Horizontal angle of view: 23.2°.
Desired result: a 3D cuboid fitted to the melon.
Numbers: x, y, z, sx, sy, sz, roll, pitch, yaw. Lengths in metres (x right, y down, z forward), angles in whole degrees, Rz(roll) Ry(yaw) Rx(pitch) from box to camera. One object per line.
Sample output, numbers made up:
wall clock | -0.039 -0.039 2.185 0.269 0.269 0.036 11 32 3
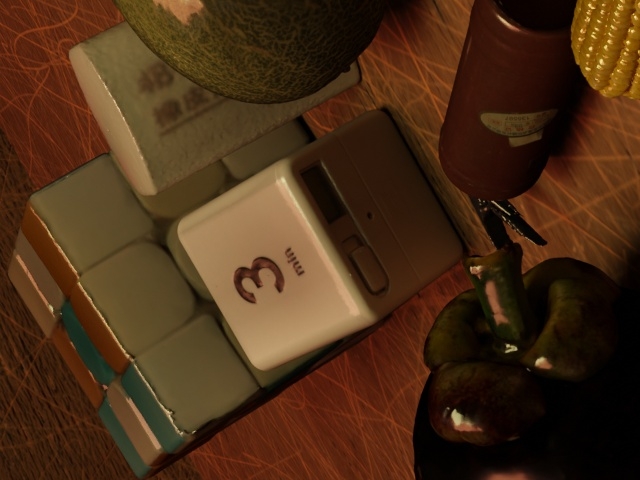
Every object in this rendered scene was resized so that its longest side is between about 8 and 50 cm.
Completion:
melon | -0.085 -0.279 1.485 0.329 0.248 0.248 47 161 -11

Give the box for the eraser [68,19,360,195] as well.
eraser | -0.109 -0.184 1.647 0.174 0.270 0.095 64 160 -10

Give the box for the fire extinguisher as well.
fire extinguisher | 0.172 -0.100 1.369 0.138 0.102 0.344 48 156 22

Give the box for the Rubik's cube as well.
Rubik's cube | -0.152 0.051 1.950 0.346 0.347 0.344 58 158 5

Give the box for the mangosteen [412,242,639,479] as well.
mangosteen | 0.211 0.172 1.360 0.297 0.297 0.313 47 -165 28

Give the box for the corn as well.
corn | 0.240 -0.197 1.108 0.093 0.093 0.244 49 155 24

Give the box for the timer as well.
timer | 0.000 0.000 1.681 0.195 0.194 0.192 -28 94 45
